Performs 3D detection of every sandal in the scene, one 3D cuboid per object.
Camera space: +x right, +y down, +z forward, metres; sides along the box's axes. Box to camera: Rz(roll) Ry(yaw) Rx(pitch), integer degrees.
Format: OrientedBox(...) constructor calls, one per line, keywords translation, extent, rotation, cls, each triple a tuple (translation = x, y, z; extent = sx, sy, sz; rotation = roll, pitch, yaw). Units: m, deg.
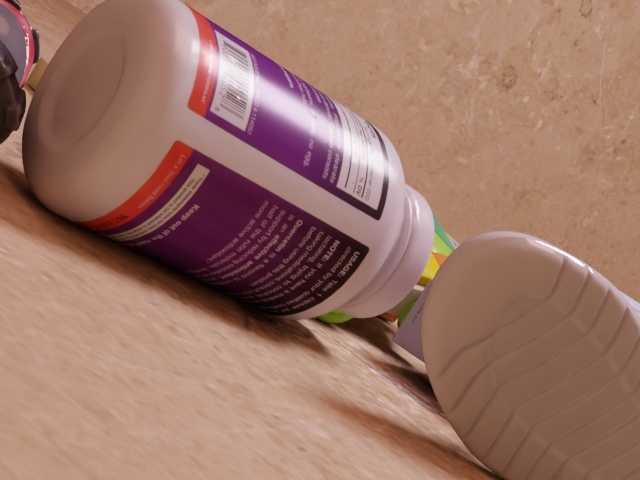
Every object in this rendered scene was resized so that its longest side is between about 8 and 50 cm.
OrientedBox(translation=(0.217, 0.142, 1.074), extent=(0.416, 0.169, 0.102), rotation=(44, 4, -26), cls="sandal")

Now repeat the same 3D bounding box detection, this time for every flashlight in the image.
OrientedBox(translation=(-0.274, -0.142, 1.030), extent=(0.103, 0.103, 0.304), rotation=(32, 5, -16), cls="flashlight")

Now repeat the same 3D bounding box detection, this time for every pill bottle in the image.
OrientedBox(translation=(-0.060, -0.050, 1.030), extent=(0.323, 0.181, 0.181), rotation=(29, 7, -38), cls="pill bottle")

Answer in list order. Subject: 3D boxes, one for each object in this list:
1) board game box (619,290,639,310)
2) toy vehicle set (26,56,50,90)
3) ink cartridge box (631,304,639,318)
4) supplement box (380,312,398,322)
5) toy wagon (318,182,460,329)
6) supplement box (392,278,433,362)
OrientedBox(translation=(0.380, 0.124, 1.979), extent=(0.319, 0.066, 0.318), rotation=(31, -14, -14), cls="board game box")
OrientedBox(translation=(-0.200, -0.116, 1.514), extent=(0.267, 0.035, 0.166), rotation=(28, 8, -41), cls="toy vehicle set")
OrientedBox(translation=(0.463, 0.225, 1.630), extent=(0.279, 0.160, 0.385), rotation=(31, 7, -28), cls="ink cartridge box")
OrientedBox(translation=(0.000, 0.000, 1.442), extent=(0.233, 0.080, 0.078), rotation=(32, 6, -22), cls="supplement box")
OrientedBox(translation=(0.051, -0.013, 1.343), extent=(0.344, 0.068, 0.267), rotation=(17, 34, -40), cls="toy wagon")
OrientedBox(translation=(0.183, 0.118, 1.260), extent=(0.130, 0.073, 0.239), rotation=(35, 7, 32), cls="supplement box")
